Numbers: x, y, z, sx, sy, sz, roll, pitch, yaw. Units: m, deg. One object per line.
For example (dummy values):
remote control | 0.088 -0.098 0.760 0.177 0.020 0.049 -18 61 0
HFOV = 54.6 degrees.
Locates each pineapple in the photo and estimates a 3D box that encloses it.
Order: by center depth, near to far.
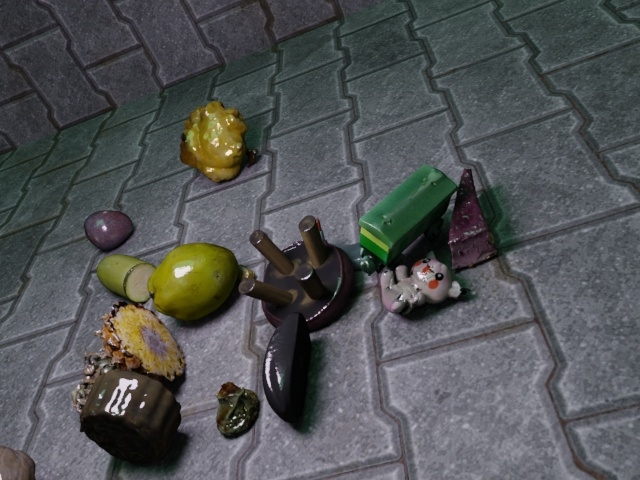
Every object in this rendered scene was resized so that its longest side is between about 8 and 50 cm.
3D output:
pineapple | -0.534 0.332 1.601 0.271 0.262 0.262 -41 34 12

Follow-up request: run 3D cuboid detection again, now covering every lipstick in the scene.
lipstick | 0.000 -0.001 1.720 0.030 0.129 0.030 -5 15 29

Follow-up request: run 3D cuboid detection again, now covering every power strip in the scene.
power strip | 0.133 0.013 1.693 0.216 0.044 0.137 -23 37 6

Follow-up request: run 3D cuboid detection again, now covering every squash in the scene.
squash | -0.632 0.108 1.980 0.247 0.132 0.132 13 52 41

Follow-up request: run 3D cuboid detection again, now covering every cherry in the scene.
cherry | -0.769 -0.043 2.244 0.176 0.140 0.176 -19 22 8

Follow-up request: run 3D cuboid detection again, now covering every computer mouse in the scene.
computer mouse | -0.082 0.287 1.411 0.086 0.138 0.270 -5 42 13

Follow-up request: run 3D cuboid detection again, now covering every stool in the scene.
stool | -0.066 0.083 1.585 0.272 0.178 0.272 -17 49 20

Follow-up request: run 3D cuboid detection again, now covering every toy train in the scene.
toy train | 0.209 -0.041 1.550 0.120 0.202 0.301 37 61 24

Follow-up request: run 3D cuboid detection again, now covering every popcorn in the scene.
popcorn | -0.405 -0.357 2.298 0.315 0.281 0.297 -23 71 38

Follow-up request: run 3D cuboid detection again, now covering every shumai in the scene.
shumai | -0.201 0.376 1.420 0.098 0.087 0.124 -11 40 19

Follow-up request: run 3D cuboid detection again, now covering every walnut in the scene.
walnut | -0.753 0.585 1.416 0.224 0.224 0.224 -17 37 13

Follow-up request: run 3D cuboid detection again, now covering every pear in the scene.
pear | -0.351 0.110 1.738 0.269 0.212 0.212 -26 32 -28

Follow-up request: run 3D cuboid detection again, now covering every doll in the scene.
doll | 0.236 0.111 1.468 0.192 0.095 0.149 -25 42 -1

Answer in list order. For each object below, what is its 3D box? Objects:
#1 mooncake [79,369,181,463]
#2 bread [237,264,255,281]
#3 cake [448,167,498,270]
mooncake | -0.434 0.409 1.408 0.228 0.228 0.124 -10 36 22
bread | -0.227 0.100 1.820 0.088 0.033 0.049 19 70 50
cake | 0.388 -0.061 1.570 0.112 0.116 0.295 -6 44 20
